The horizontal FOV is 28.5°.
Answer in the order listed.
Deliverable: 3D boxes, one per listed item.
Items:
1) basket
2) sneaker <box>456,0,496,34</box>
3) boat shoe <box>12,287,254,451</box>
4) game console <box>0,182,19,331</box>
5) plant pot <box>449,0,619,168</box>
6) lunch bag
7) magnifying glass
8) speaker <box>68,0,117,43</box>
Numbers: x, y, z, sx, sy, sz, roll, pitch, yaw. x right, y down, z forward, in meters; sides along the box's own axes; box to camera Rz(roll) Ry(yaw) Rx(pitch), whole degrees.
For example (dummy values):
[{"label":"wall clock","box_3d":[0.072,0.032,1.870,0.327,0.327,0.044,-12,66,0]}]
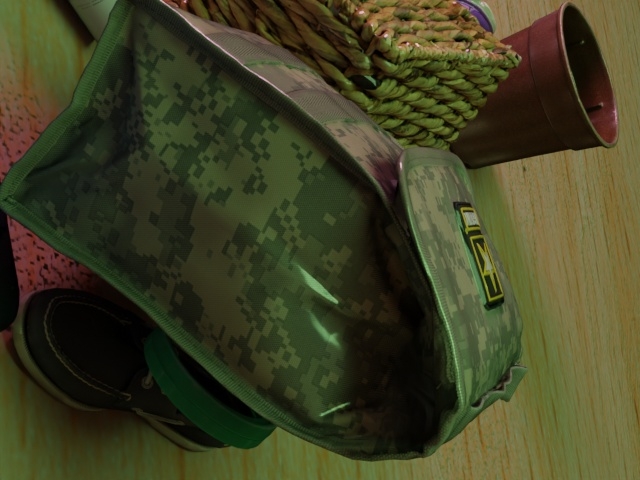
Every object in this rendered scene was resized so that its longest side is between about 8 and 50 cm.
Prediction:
[{"label":"basket","box_3d":[-0.015,-0.132,1.036,0.213,0.223,0.299,44,23,16]},{"label":"sneaker","box_3d":[0.116,-0.243,1.360,0.170,0.068,0.071,19,72,-33]},{"label":"boat shoe","box_3d":[-0.103,0.078,0.790,0.206,0.065,0.075,38,47,-46]},{"label":"game console","box_3d":[-0.203,-0.108,0.594,0.250,0.173,0.293,4,73,-60]},{"label":"plant pot","box_3d":[0.227,-0.160,1.412,0.167,0.165,0.167,37,45,-48]},{"label":"lunch bag","box_3d":[0.000,0.000,0.744,0.287,0.169,0.235,38,12,11]},{"label":"magnifying glass","box_3d":[-0.068,0.059,0.805,0.092,0.026,0.231,38,11,-17]},{"label":"speaker","box_3d":[-0.163,-0.198,0.840,0.136,0.055,0.055,56,33,-29]}]
